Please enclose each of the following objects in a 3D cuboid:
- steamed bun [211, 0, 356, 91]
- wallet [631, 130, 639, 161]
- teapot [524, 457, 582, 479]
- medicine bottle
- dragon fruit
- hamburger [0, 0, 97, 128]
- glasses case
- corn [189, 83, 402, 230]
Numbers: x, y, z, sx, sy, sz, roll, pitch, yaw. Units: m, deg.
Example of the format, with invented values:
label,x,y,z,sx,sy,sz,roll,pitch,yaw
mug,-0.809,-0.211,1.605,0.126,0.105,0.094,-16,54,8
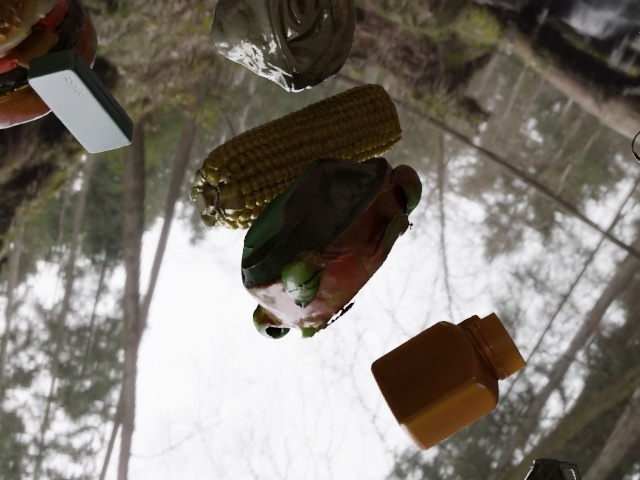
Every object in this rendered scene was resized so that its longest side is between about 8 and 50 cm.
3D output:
label,x,y,z,sx,sy,sz,roll,pitch,yaw
steamed bun,-0.036,-0.349,1.637,0.218,0.144,0.211,33,-112,-18
wallet,0.554,-0.110,1.315,0.335,0.068,0.275,-2,-173,18
teapot,0.340,0.349,1.564,0.087,0.066,0.057,-5,-120,27
medicine bottle,0.210,0.215,1.719,0.222,0.112,0.149,-31,-135,3
dragon fruit,0.000,0.000,1.371,0.130,0.295,0.268,41,-174,-22
hamburger,-0.526,-0.344,1.667,0.329,0.250,0.330,-4,-132,4
glasses case,-0.346,-0.199,1.557,0.077,0.184,0.039,-11,-124,16
corn,-0.027,-0.136,1.658,0.387,0.144,0.144,-30,-120,-25
